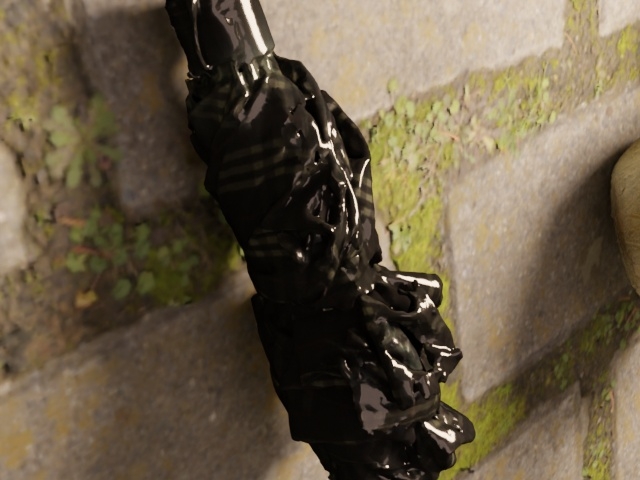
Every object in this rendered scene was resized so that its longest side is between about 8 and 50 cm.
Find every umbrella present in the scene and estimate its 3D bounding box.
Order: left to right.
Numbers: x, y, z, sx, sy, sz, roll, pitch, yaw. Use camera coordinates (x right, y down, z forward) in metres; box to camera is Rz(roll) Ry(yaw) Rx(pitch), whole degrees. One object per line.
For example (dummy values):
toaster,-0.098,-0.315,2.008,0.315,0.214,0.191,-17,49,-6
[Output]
umbrella,0.000,-0.002,0.574,0.128,0.154,0.336,-22,99,-3

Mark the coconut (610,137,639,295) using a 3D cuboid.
coconut,0.392,-0.017,0.844,0.245,0.247,0.245,12,60,-20
